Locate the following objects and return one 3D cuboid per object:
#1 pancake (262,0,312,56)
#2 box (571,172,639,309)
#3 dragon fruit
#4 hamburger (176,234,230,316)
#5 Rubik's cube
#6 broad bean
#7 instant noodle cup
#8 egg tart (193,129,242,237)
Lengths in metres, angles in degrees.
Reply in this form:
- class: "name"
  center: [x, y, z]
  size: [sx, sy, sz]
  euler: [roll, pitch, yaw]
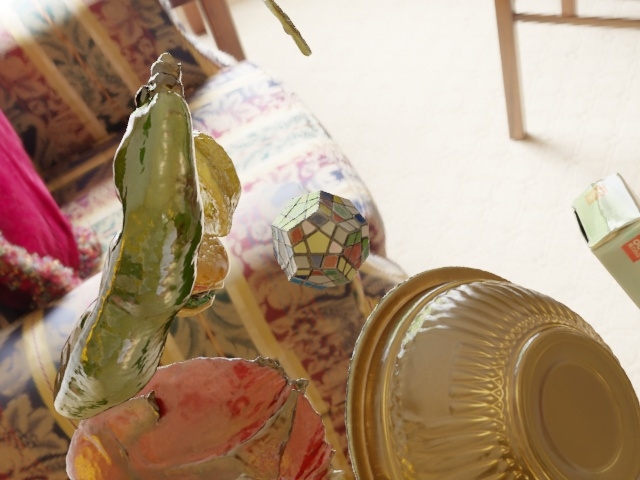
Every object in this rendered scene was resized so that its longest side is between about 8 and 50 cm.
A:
- class: "pancake"
  center: [-0.046, -0.285, 1.179]
  size: [0.017, 0.108, 0.108]
  euler: [-35, 47, 6]
- class: "box"
  center: [0.430, 0.048, 1.143]
  size: [0.079, 0.269, 0.135]
  euler: [-37, 21, 20]
- class: "dragon fruit"
  center: [-0.138, 0.274, 1.152]
  size: [0.344, 0.282, 0.100]
  euler: [24, 11, -9]
- class: "hamburger"
  center: [-0.212, 0.034, 1.314]
  size: [0.115, 0.162, 0.162]
  euler: [-55, 39, 28]
- class: "Rubik's cube"
  center: [0.000, 0.000, 0.982]
  size: [0.093, 0.111, 0.111]
  euler: [-19, 44, -20]
- class: "broad bean"
  center: [-0.080, 0.021, 0.384]
  size: [0.046, 0.195, 0.061]
  euler: [7, 34, -22]
- class: "instant noodle cup"
  center: [0.153, 0.133, 0.638]
  size: [0.091, 0.274, 0.274]
  euler: [-34, 26, 51]
- class: "egg tart"
  center: [-0.091, -0.048, 0.672]
  size: [0.039, 0.105, 0.105]
  euler: [-34, 48, -23]
